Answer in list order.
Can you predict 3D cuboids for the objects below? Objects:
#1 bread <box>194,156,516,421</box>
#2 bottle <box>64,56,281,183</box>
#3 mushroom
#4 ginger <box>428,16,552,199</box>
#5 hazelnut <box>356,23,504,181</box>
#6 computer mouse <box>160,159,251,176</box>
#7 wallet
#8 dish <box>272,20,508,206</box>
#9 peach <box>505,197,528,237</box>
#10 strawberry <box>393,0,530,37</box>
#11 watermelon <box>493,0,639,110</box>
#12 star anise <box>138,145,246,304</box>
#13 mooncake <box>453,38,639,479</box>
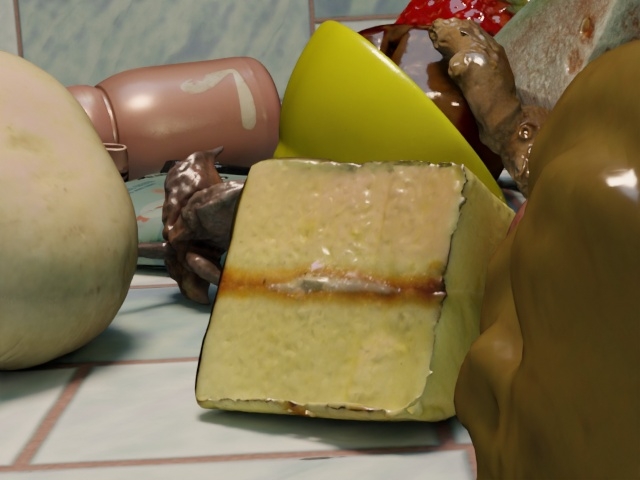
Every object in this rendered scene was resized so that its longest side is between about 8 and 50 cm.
[{"bbox_3d":[0.067,0.067,0.842,0.167,0.163,0.264,0,-21,36],"label":"bread"},{"bbox_3d":[-0.203,-0.139,1.657,0.296,0.173,0.206,-8,26,-26],"label":"bottle"},{"bbox_3d":[-0.265,-0.004,0.932,0.234,0.254,0.260,-45,12,30],"label":"mushroom"},{"bbox_3d":[0.206,-0.134,1.350,0.122,0.290,0.084,-20,-23,-34],"label":"ginger"},{"bbox_3d":[0.112,-0.139,1.515,0.217,0.217,0.251,-13,35,-42],"label":"hazelnut"},{"bbox_3d":[-0.124,-0.067,1.568,0.099,0.057,0.172,3,1,39],"label":"computer mouse"},{"bbox_3d":[-0.122,-0.016,1.251,0.250,0.075,0.176,3,18,31],"label":"wallet"},{"bbox_3d":[0.044,-0.039,1.012,0.108,0.262,0.221,-39,59,-5],"label":"dish"},{"bbox_3d":[0.179,0.033,0.721,0.152,0.152,0.152,-3,11,1],"label":"peach"},{"bbox_3d":[0.218,-0.226,1.864,0.291,0.310,0.292,22,22,-9],"label":"strawberry"},{"bbox_3d":[0.313,-0.155,1.488,0.228,0.258,0.387,26,-41,-15],"label":"watermelon"},{"bbox_3d":[-0.186,-0.006,1.059,0.227,0.148,0.218,4,-36,-26],"label":"star anise"},{"bbox_3d":[0.123,0.062,0.403,0.117,0.235,0.235,-3,10,-12],"label":"mooncake"}]
